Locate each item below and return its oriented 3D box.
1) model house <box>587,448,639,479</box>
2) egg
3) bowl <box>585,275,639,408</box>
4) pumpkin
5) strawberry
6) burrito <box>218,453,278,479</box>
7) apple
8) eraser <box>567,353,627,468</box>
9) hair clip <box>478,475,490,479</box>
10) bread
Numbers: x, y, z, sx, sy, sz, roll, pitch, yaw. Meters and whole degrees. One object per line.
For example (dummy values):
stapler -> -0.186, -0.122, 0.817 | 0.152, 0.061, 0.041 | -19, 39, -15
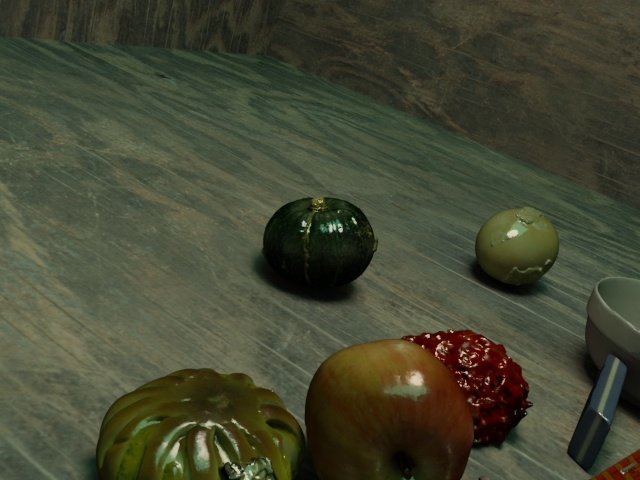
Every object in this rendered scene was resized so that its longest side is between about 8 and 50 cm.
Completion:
model house -> 0.326, 0.314, 0.675 | 0.206, 0.154, 0.294 | 8, 24, -25
egg -> 0.401, 0.012, 1.451 | 0.164, 0.164, 0.201 | 33, 29, 35
bowl -> 0.563, 0.189, 1.161 | 0.286, 0.144, 0.287 | 15, 21, -6
pumpkin -> -0.002, 0.000, 1.188 | 0.190, 0.146, 0.190 | 17, 21, -7
strawberry -> 0.172, 0.170, 0.960 | 0.236, 0.111, 0.190 | 16, 24, -2
burrito -> -0.034, 0.260, 0.583 | 0.051, 0.042, 0.171 | -15, 67, -35
apple -> 0.064, 0.191, 0.742 | 0.199, 0.199, 0.199 | 15, 22, -6
eraser -> 0.399, 0.238, 1.006 | 0.036, 0.082, 0.225 | 25, 23, 22
hair clip -> 0.177, 0.290, 0.646 | 0.102, 0.123, 0.138 | -34, 38, -28
bread -> -0.116, 0.196, 0.697 | 0.213, 0.105, 0.213 | 12, 22, -5
